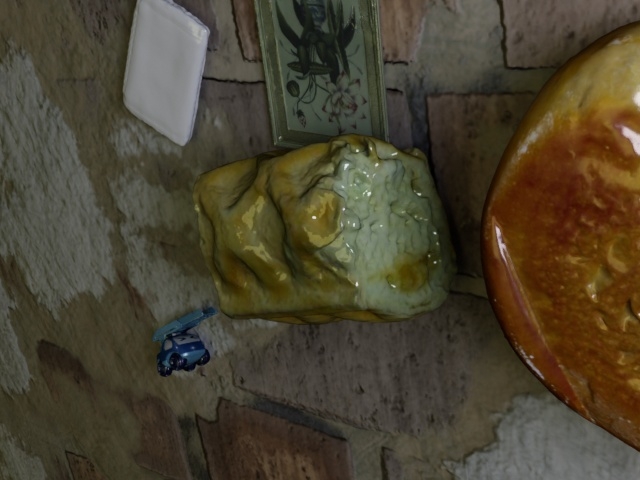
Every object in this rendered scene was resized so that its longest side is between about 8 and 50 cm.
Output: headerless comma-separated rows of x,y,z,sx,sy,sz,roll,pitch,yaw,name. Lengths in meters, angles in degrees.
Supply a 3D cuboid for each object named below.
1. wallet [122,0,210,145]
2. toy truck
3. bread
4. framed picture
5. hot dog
-0.196,-0.219,1.201,0.124,0.032,0.182,35,131,22,wallet
-0.193,0.151,1.394,0.136,0.063,0.074,-27,75,43,toy truck
-0.002,-0.006,1.038,0.252,0.239,0.195,-1,81,38,bread
0.000,-0.202,1.051,0.173,0.010,0.231,12,121,37,framed picture
0.273,0.025,0.813,0.223,0.185,0.405,-13,104,43,hot dog
